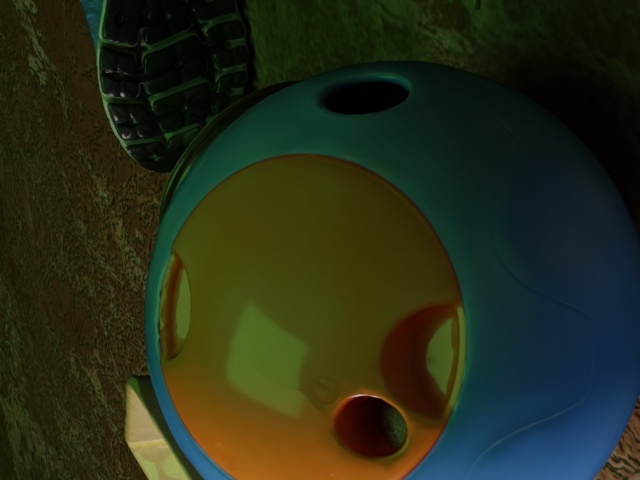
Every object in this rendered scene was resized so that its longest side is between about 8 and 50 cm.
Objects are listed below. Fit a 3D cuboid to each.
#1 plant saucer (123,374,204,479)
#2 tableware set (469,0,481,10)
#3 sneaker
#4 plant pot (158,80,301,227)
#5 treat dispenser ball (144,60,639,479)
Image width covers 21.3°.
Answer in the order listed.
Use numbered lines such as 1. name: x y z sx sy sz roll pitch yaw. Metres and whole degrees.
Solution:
1. plant saucer: -0.031 0.249 1.302 0.333 0.081 0.333 57 166 8
2. tableware set: 0.102 -0.236 0.963 0.128 0.039 0.194 166 92 -77
3. sneaker: -0.145 -0.221 1.424 0.147 0.129 0.330 -141 41 -73
4. plant pot: 0.000 0.000 1.211 0.165 0.167 0.167 44 144 32
5. treat dispenser ball: 0.043 0.043 0.974 0.288 0.288 0.288 45 144 46
